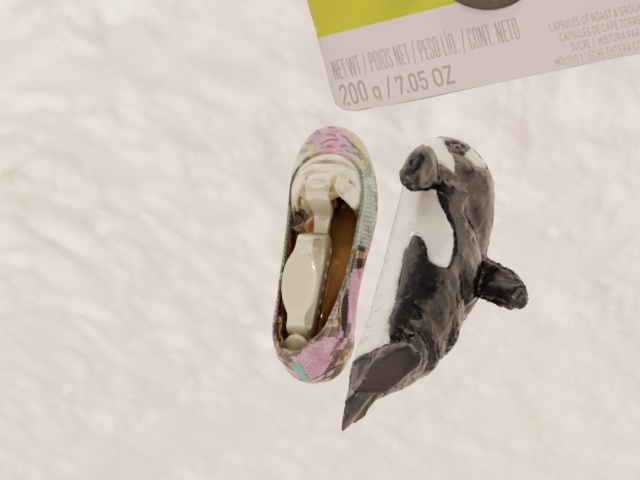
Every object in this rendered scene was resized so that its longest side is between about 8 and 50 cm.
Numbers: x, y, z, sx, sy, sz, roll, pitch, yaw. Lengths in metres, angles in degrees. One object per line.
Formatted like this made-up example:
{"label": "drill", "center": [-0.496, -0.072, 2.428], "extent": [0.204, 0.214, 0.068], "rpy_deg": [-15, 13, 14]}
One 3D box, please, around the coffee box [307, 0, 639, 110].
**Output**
{"label": "coffee box", "center": [0.185, -0.290, 0.733], "extent": [0.338, 0.338, 0.334], "rpy_deg": [-7, 102, 38]}

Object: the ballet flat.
{"label": "ballet flat", "center": [0.000, 0.000, 1.041], "extent": [0.077, 0.221, 0.079], "rpy_deg": [1, 160, 16]}

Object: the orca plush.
{"label": "orca plush", "center": [0.096, 0.020, 0.923], "extent": [0.102, 0.287, 0.151], "rpy_deg": [10, 114, 10]}
